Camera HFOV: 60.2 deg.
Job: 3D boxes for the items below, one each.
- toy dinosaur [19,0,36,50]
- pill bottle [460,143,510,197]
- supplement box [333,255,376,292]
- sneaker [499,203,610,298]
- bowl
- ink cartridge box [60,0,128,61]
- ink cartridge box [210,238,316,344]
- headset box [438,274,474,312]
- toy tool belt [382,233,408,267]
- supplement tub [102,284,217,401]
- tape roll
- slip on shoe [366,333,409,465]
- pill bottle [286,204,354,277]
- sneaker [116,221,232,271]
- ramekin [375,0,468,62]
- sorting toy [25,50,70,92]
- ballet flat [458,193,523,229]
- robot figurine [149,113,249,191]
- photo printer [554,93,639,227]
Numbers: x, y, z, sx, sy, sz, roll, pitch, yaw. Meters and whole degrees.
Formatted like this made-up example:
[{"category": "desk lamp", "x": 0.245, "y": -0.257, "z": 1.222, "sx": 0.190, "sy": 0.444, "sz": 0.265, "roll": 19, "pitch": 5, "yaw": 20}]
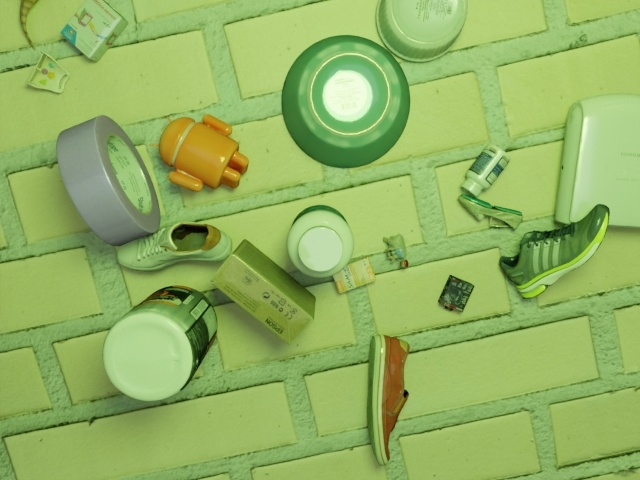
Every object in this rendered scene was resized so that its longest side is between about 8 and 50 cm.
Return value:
[{"category": "toy dinosaur", "x": -0.664, "y": -0.561, "z": 1.256, "sx": 0.112, "sy": 0.064, "sz": 0.211, "roll": 31, "pitch": 97, "yaw": -6}, {"category": "pill bottle", "x": 0.391, "y": -0.164, "z": 1.318, "sx": 0.067, "sy": 0.067, "sz": 0.120, "roll": 36, "pitch": 96, "yaw": -5}, {"category": "supplement box", "x": 0.081, "y": 0.084, "z": 1.365, "sx": 0.098, "sy": 0.036, "sz": 0.062, "roll": -21, "pitch": 97, "yaw": 3}, {"category": "sneaker", "x": 0.534, "y": 0.016, "z": 1.276, "sx": 0.121, "sy": 0.111, "sz": 0.300, "roll": 39, "pitch": 129, "yaw": 2}, {"category": "bowl", "x": 0.063, "y": -0.319, "z": 1.247, "sx": 0.311, "sy": 0.163, "sz": 0.312, "roll": 0, "pitch": 98, "yaw": -1}, {"category": "ink cartridge box", "x": -0.519, "y": -0.491, "z": 1.273, "sx": 0.088, "sy": 0.052, "sz": 0.122, "roll": 41, "pitch": 94, "yaw": -5}, {"category": "ink cartridge box", "x": -0.126, "y": 0.114, "z": 1.289, "sx": 0.234, "sy": 0.193, "sz": 0.088, "roll": 40, "pitch": 97, "yaw": -5}, {"category": "headset box", "x": 0.336, "y": 0.136, "z": 1.377, "sx": 0.062, "sy": 0.032, "sz": 0.083, "roll": 22, "pitch": 98, "yaw": -3}, {"category": "toy tool belt", "x": 0.184, "y": 0.028, "z": 1.358, "sx": 0.051, "sy": 0.052, "sz": 0.083, "roll": -10, "pitch": 96, "yaw": 33}, {"category": "supplement tub", "x": -0.341, "y": 0.212, "z": 1.239, "sx": 0.193, "sy": 0.316, "sz": 0.194, "roll": 0, "pitch": 97, "yaw": -1}, {"category": "tape roll", "x": -0.456, "y": -0.129, "z": 1.211, "sx": 0.090, "sy": 0.275, "sz": 0.275, "roll": -22, "pitch": 98, "yaw": 2}, {"category": "slip on shoe", "x": 0.171, "y": 0.399, "z": 1.374, "sx": 0.101, "sy": 0.123, "sz": 0.331, "roll": 3, "pitch": 93, "yaw": -5}, {"category": "pill bottle", "x": 0.000, "y": 0.000, "z": 1.238, "sx": 0.146, "sy": 0.264, "sz": 0.146, "roll": 0, "pitch": 98, "yaw": -1}, {"category": "sneaker", "x": -0.360, "y": 0.000, "z": 1.284, "sx": 0.290, "sy": 0.123, "sz": 0.106, "roll": -8, "pitch": 66, "yaw": 13}, {"category": "ramekin", "x": 0.232, "y": -0.517, "z": 1.247, "sx": 0.207, "sy": 0.109, "sz": 0.207, "roll": 0, "pitch": 97, "yaw": 0}, {"category": "sorting toy", "x": -0.632, "y": -0.386, "z": 1.294, "sx": 0.075, "sy": 0.045, "sz": 0.083, "roll": 29, "pitch": 96, "yaw": -12}, {"category": "ballet flat", "x": 0.409, "y": -0.065, "z": 1.339, "sx": 0.168, "sy": 0.057, "sz": 0.052, "roll": 17, "pitch": 107, "yaw": -2}, {"category": "robot figurine", "x": -0.275, "y": -0.204, "z": 1.279, "sx": 0.219, "sy": 0.128, "sz": 0.158, "roll": 27, "pitch": 112, "yaw": -5}, {"category": "photo printer", "x": 0.698, "y": -0.186, "z": 1.297, "sx": 0.256, "sy": 0.107, "sz": 0.308, "roll": 4, "pitch": 98, "yaw": -1}]
